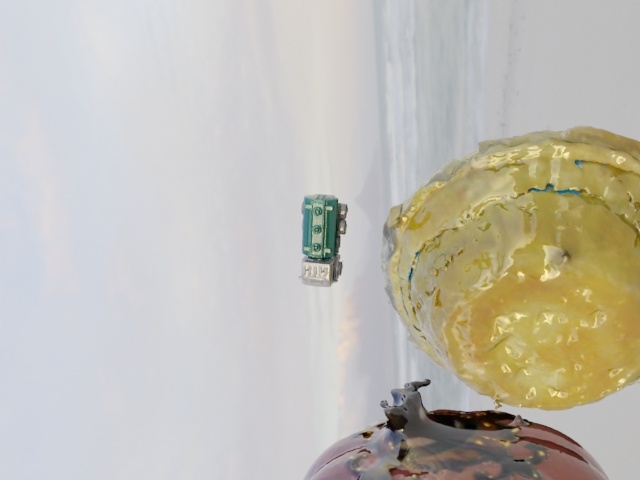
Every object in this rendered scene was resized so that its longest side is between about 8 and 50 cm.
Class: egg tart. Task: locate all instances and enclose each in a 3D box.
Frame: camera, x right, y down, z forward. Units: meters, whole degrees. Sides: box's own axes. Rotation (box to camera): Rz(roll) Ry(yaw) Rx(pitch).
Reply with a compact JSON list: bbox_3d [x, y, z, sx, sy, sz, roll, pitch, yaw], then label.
[{"bbox_3d":[0.246,0.062,0.755,0.169,0.388,0.388,-67,-25,-54],"label":"egg tart"}]

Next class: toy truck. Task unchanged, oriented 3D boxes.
[{"bbox_3d":[0.000,0.000,0.574,0.044,0.039,0.083,-52,-34,-71],"label":"toy truck"}]

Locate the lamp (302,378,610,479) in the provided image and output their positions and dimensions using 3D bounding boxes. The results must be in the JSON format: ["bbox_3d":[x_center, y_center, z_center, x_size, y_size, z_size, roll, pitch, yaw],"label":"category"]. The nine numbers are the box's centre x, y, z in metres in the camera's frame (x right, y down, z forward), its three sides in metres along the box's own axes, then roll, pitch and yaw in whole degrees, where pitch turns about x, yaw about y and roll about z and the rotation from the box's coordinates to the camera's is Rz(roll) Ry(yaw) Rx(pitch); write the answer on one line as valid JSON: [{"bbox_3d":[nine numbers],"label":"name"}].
[{"bbox_3d":[0.069,0.148,0.346,0.182,0.182,0.140,-50,-44,-82],"label":"lamp"}]
